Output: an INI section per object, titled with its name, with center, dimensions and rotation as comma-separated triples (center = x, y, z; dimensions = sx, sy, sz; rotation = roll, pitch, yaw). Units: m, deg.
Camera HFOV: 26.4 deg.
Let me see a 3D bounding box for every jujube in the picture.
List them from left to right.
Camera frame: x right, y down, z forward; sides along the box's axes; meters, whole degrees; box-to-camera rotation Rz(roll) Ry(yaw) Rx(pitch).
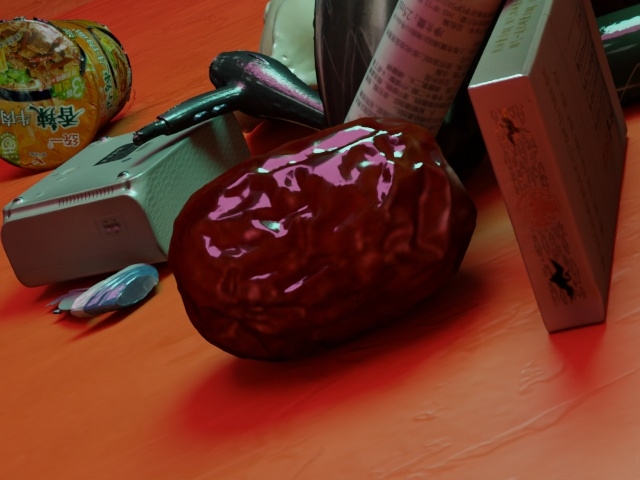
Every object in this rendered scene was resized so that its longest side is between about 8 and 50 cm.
[jujube]
center = 0.000, 0.000, 1.116
dimensions = 0.250, 0.174, 0.174
rotation = -27, 20, 4

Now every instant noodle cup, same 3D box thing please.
[instant noodle cup]
center = -0.400, -0.238, 2.073
dimensions = 0.230, 0.230, 0.182
rotation = -14, 12, 22

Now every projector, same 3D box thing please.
[projector]
center = -0.217, -0.053, 1.544
dimensions = 0.198, 0.108, 0.250
rotation = -11, 21, 28

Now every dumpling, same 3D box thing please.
[dumpling]
center = 0.030, -0.257, 1.763
dimensions = 0.395, 0.233, 0.315
rotation = -46, -4, -20

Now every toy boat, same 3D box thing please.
[toy boat]
center = -0.238, 0.055, 1.405
dimensions = 0.149, 0.034, 0.105
rotation = -10, 15, 24

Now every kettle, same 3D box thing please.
[kettle]
center = 0.089, -0.204, 1.376
dimensions = 0.228, 0.324, 0.321
rotation = 9, -2, -15

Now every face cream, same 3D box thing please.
[face cream]
center = 0.079, -0.138, 1.174
dimensions = 0.082, 0.269, 0.082
rotation = 20, 28, -11

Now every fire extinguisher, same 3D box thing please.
[fire extinguisher]
center = 0.368, -0.204, 1.353
dimensions = 0.311, 0.095, 0.114
rotation = -16, 11, 17

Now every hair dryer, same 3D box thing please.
[hair dryer]
center = -0.107, -0.137, 1.492
dimensions = 0.219, 0.075, 0.195
rotation = -26, 39, -33

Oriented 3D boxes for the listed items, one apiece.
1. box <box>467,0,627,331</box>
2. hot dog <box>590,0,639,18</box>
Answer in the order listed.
[box]
center = 0.197, -0.104, 1.119
dimensions = 0.051, 0.204, 0.365
rotation = -13, 23, 22
[hot dog]
center = 0.263, -0.305, 1.513
dimensions = 0.388, 0.267, 0.174
rotation = -10, 54, 35
